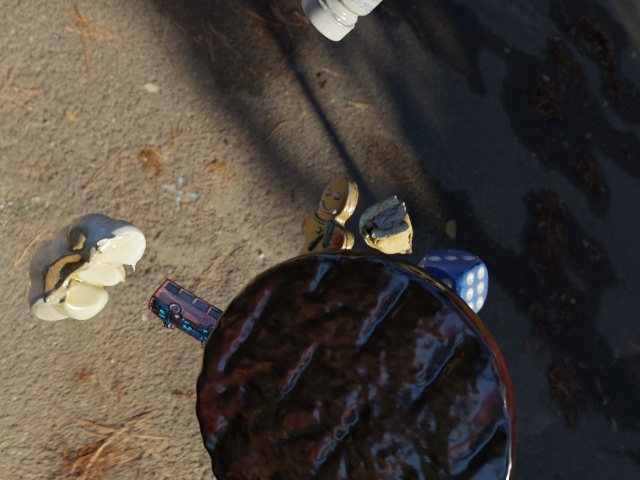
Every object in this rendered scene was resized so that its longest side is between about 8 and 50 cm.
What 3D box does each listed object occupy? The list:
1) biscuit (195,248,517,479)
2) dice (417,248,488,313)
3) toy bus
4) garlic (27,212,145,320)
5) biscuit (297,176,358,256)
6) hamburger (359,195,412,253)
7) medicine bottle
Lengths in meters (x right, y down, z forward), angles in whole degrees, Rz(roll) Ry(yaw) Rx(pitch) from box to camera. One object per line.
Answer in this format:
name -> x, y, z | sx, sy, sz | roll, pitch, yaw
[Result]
biscuit -> 0.036, 0.211, 0.794 | 0.408, 0.407, 0.091 | 65, 20, 5
dice -> 0.325, 0.109, 1.611 | 0.146, 0.146, 0.143 | -21, 118, -42
toy bus -> -0.291, 0.184, 1.525 | 0.234, 0.074, 0.096 | 30, 42, -2
garlic -> -0.514, 0.054, 1.401 | 0.184, 0.281, 0.203 | 35, 4, 23
biscuit -> 0.000, 0.000, 1.431 | 0.049, 0.197, 0.302 | 19, 96, -36
hamburger -> 0.209, -0.033, 2.004 | 0.208, 0.155, 0.136 | 51, 24, -64
medicine bottle -> 0.057, -0.448, 1.144 | 0.105, 0.168, 0.105 | 33, 37, -29
